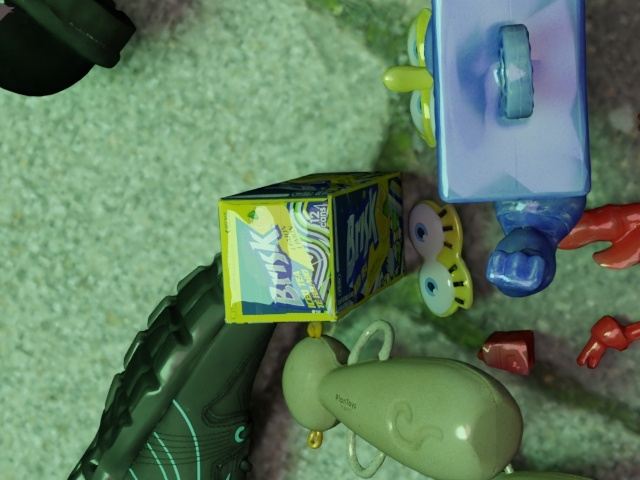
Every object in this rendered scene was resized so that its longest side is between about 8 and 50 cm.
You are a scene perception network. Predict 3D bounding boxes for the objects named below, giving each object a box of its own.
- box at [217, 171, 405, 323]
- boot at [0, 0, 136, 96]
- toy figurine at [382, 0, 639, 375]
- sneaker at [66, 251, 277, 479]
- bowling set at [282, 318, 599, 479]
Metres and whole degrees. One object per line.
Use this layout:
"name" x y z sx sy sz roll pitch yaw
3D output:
"box" 0.000 0.000 0.788 0.054 0.169 0.059 -2 95 13
"boot" -0.287 -0.088 0.860 0.348 0.131 0.260 28 94 19
"toy figurine" 0.116 -0.104 0.729 0.191 0.217 0.362 0 96 12
"sneaker" -0.078 0.127 0.871 0.106 0.101 0.267 28 101 -14
"bowling set" 0.086 0.186 0.823 0.154 0.200 0.287 10 95 54
